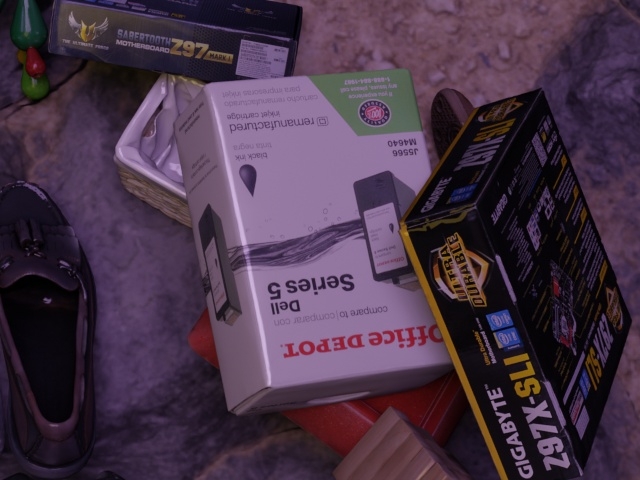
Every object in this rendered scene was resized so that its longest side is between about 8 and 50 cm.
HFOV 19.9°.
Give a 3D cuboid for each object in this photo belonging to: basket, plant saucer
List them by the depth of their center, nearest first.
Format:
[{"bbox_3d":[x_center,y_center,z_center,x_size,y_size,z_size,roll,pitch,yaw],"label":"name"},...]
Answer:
[{"bbox_3d":[0.049,0.063,1.686,0.259,0.048,0.258,36,64,-6],"label":"plant saucer"},{"bbox_3d":[-0.105,-0.073,1.777,0.167,0.103,0.113,29,72,3],"label":"basket"}]

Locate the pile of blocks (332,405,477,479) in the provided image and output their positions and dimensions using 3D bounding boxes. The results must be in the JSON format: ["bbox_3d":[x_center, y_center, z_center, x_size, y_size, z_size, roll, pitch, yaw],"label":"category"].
[{"bbox_3d":[0.040,0.334,1.599,0.112,0.149,0.362,31,79,-40],"label":"pile of blocks"}]

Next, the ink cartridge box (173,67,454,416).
[{"bbox_3d":[0.000,0.000,1.596,0.198,0.115,0.273,-7,76,-23],"label":"ink cartridge box"}]

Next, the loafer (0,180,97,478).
[{"bbox_3d":[-0.256,0.067,1.702,0.109,0.095,0.303,-5,63,-14],"label":"loafer"}]

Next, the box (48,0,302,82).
[{"bbox_3d":[-0.136,-0.207,1.776,0.232,0.183,0.059,11,107,-2],"label":"box"}]

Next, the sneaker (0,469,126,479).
[{"bbox_3d":[-0.171,0.272,1.671,0.283,0.107,0.124,7,67,-3],"label":"sneaker"}]

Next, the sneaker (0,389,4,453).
[{"bbox_3d":[-0.444,0.070,1.676,0.210,0.137,0.366,-27,97,-2],"label":"sneaker"}]

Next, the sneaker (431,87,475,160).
[{"bbox_3d":[0.175,-0.071,1.832,0.071,0.066,0.188,-20,81,-28],"label":"sneaker"}]

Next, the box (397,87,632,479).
[{"bbox_3d":[0.183,0.033,1.626,0.079,0.322,0.257,-15,107,23],"label":"box"}]

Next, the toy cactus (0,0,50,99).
[{"bbox_3d":[-0.324,-0.245,1.787,0.180,0.112,0.219,-37,87,22],"label":"toy cactus"}]
